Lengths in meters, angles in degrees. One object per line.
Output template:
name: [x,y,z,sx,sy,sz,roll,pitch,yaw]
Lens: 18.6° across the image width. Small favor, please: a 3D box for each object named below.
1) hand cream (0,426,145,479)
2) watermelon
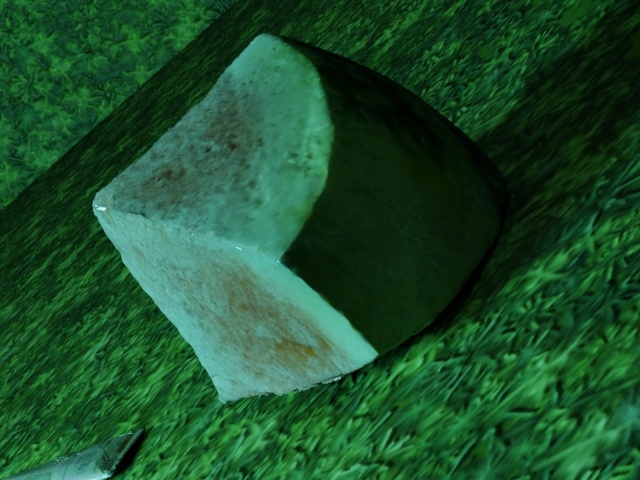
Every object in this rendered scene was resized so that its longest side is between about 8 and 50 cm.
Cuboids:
hand cream: [-0.186,0.172,1.387,0.143,0.039,0.061,-24,14,29]
watermelon: [0.000,0.000,1.204,0.232,0.193,0.310,-17,35,20]
